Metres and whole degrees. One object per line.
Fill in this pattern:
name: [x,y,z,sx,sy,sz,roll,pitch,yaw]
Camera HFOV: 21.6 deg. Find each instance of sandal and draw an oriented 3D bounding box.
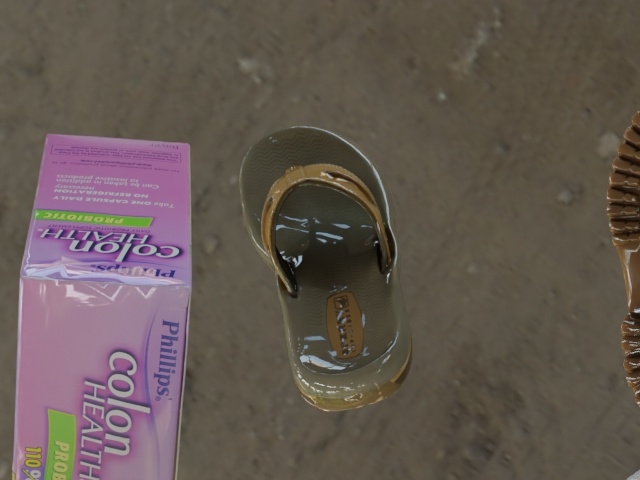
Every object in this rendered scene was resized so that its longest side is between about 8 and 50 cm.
sandal: [0.000,0.000,0.765,0.072,0.049,0.180,-20,42,6]

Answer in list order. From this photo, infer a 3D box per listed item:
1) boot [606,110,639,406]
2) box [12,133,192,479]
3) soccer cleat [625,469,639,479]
boot: [0.183,0.001,0.806,0.059,0.084,0.158,7,103,40]
box: [-0.162,0.067,1.260,0.243,0.117,0.213,-101,16,-62]
soccer cleat: [0.305,0.136,0.827,0.331,0.143,0.116,-12,72,23]
